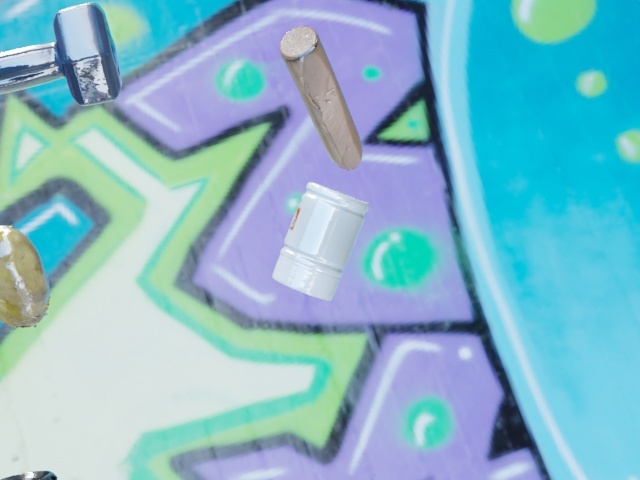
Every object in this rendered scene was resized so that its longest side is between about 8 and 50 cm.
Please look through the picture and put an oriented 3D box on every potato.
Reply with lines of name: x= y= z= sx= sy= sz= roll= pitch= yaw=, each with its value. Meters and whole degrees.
potato: x=-0.205 y=0.024 z=0.730 sx=0.040 sy=0.051 sz=0.083 roll=-61 pitch=-19 yaw=-44

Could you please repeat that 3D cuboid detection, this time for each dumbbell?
dumbbell: x=-0.446 y=-0.238 z=1.553 sx=0.156 sy=0.316 sz=0.143 roll=81 pitch=173 yaw=-45

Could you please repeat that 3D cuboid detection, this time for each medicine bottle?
medicine bottle: x=0.000 y=0.000 z=0.920 sx=0.057 sy=0.057 sz=0.089 roll=-150 pitch=81 yaw=-77

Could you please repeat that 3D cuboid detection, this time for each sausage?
sausage: x=0.003 y=-0.082 z=0.660 sx=0.116 sy=0.026 sz=0.026 roll=62 pitch=-177 yaw=-54

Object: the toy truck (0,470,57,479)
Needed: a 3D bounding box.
toy truck: x=-0.281 y=0.316 z=1.102 sx=0.224 sy=0.165 sz=0.147 roll=-5 pitch=-93 yaw=-74
